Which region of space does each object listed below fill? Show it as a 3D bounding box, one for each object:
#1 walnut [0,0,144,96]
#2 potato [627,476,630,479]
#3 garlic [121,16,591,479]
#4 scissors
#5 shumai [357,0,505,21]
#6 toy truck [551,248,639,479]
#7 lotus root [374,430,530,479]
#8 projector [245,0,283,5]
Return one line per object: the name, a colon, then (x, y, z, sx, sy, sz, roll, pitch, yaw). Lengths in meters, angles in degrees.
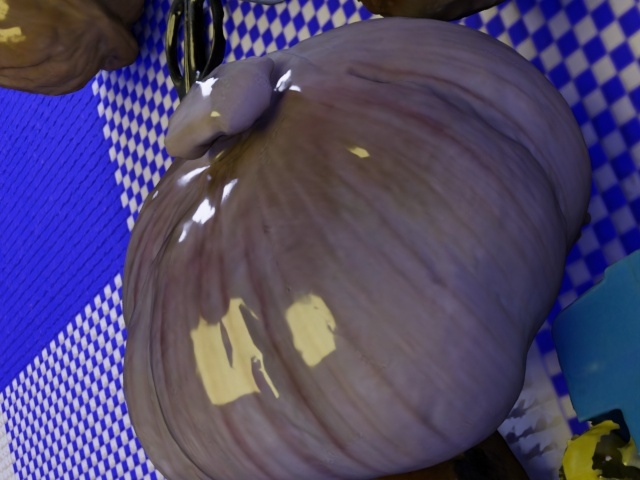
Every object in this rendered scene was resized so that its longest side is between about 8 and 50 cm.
walnut: (-0.307, -0.273, 1.060, 0.257, 0.257, 0.224, 22, 77, 48)
potato: (0.183, 0.211, 0.566, 0.112, 0.112, 0.147, -36, 58, 46)
garlic: (0.009, 0.013, 0.581, 0.241, 0.322, 0.322, 44, 131, 2)
scissors: (-0.126, -0.109, 0.996, 0.109, 0.022, 0.300, -1, 92, 55)
shumai: (0.091, -0.297, 0.651, 0.283, 0.217, 0.346, -166, 90, -82)
toy truck: (0.244, 0.179, 0.441, 0.161, 0.162, 0.385, -39, 61, 45)
lotus root: (0.060, 0.198, 0.676, 0.291, 0.193, 0.193, 58, 133, 40)
projector: (-0.156, -0.356, 0.841, 0.248, 0.249, 0.248, 34, 118, 44)
